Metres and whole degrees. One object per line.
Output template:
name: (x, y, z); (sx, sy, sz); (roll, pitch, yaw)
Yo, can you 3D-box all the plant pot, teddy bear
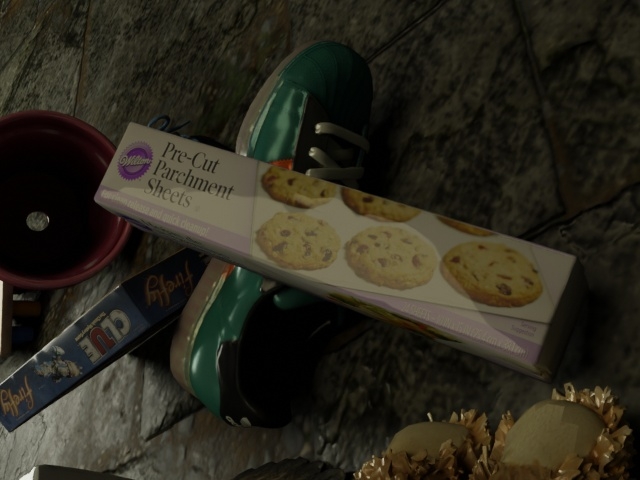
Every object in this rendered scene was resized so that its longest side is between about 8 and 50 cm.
plant pot: (-0.336, -0.037, 0.996); (0.180, 0.201, 0.201); (-16, 57, 65)
teddy bear: (0.080, 0.230, 0.393); (0.245, 0.113, 0.338); (-32, 40, 29)

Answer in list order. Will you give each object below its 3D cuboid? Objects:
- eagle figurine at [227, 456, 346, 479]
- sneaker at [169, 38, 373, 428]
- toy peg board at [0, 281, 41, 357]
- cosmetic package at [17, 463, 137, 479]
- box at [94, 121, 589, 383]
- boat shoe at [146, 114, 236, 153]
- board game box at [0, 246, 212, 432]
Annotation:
eagle figurine: (-0.124, 0.262, 0.551); (0.226, 0.225, 0.298); (-101, 33, -67)
sneaker: (-0.011, -0.002, 0.630); (0.121, 0.108, 0.302); (21, 92, 49)
toy peg board: (-0.428, 0.079, 1.149); (0.161, 0.079, 0.161); (-9, 79, 50)
cosmetic package: (-0.268, 0.296, 0.774); (0.231, 0.117, 0.085); (-37, 44, 33)
box: (0.000, 0.000, 0.524); (0.324, 0.063, 0.067); (20, 80, 28)
boat shoe: (-0.142, -0.079, 0.843); (0.258, 0.089, 0.109); (8, 77, 54)
board game box: (-0.178, 0.077, 0.754); (0.243, 0.165, 0.042); (-35, 90, 37)
